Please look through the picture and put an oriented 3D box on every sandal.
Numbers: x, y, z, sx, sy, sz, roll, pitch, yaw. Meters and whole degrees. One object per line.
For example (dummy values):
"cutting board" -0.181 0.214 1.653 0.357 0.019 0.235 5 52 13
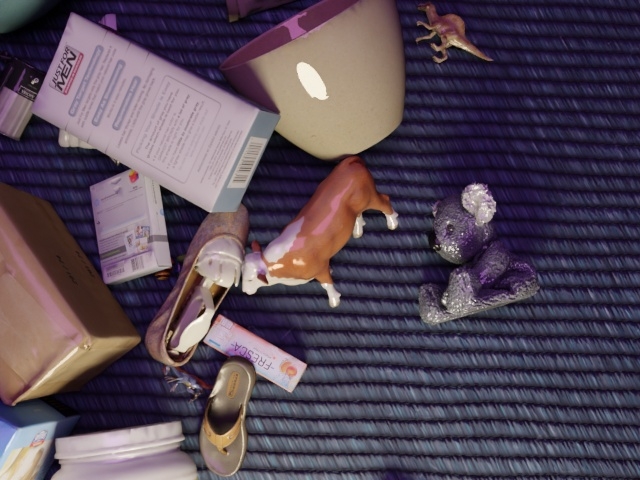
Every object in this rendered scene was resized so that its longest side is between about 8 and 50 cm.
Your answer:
"sandal" -0.162 0.309 1.468 0.090 0.060 0.219 17 102 6

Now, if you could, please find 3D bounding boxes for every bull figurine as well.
"bull figurine" 0.000 0.000 1.489 0.310 0.188 0.101 -49 44 -4

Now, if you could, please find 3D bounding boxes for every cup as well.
"cup" 0.021 -0.282 1.501 0.331 0.331 0.237 -32 109 -8

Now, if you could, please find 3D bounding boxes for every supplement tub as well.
"supplement tub" -0.308 0.470 1.363 0.241 0.241 0.331 -7 80 -4

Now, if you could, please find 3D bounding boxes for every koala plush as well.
"koala plush" 0.268 0.015 1.508 0.203 0.196 0.221 -13 80 -16

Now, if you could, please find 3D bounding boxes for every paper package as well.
"paper package" -0.475 0.086 1.385 0.168 0.309 0.325 -37 83 -1

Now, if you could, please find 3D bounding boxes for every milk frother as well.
"milk frother" -0.585 -0.277 1.566 0.129 0.143 0.134 29 91 -28

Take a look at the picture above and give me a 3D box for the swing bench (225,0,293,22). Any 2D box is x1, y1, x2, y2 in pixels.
"swing bench" -0.094 -0.583 1.601 0.253 0.165 0.254 -20 82 -6

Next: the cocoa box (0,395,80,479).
"cocoa box" -0.564 0.325 1.323 0.228 0.347 0.231 29 82 3

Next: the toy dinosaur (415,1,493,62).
"toy dinosaur" 0.248 -0.392 1.638 0.183 0.053 0.092 42 79 5

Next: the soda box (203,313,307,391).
"soda box" -0.116 0.201 1.510 0.183 0.063 0.058 30 82 4

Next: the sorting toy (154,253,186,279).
"sorting toy" -0.258 0.051 1.531 0.102 0.061 0.042 -6 81 -1

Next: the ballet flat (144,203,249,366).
"ballet flat" -0.197 0.083 1.477 0.108 0.106 0.316 23 96 -33

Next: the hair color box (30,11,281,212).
"hair color box" -0.277 -0.212 1.417 0.374 0.113 0.185 29 100 13

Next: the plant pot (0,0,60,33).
"plant pot" -0.587 -0.493 1.530 0.290 0.290 0.195 34 116 4

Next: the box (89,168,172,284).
"box" -0.341 -0.027 1.515 0.145 0.038 0.186 -18 79 33

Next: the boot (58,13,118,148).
"boot" -0.432 -0.296 1.567 0.123 0.095 0.258 -1 81 -10

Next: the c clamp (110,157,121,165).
"c clamp" -0.320 -0.174 1.547 0.161 0.022 0.137 -5 94 -25

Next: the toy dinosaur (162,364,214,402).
"toy dinosaur" -0.243 0.248 1.519 0.090 0.047 0.082 -19 69 -39
